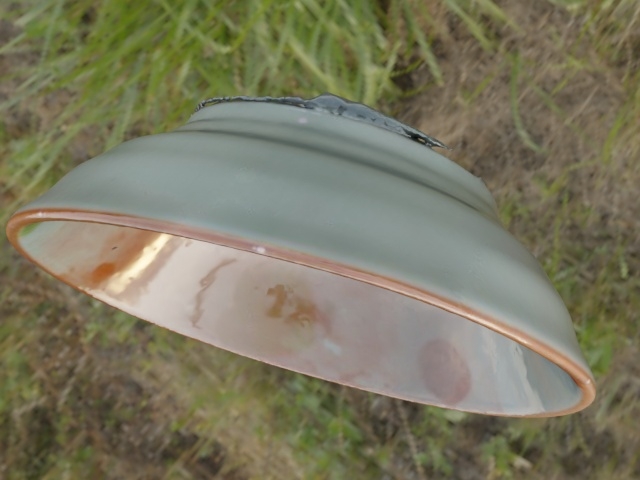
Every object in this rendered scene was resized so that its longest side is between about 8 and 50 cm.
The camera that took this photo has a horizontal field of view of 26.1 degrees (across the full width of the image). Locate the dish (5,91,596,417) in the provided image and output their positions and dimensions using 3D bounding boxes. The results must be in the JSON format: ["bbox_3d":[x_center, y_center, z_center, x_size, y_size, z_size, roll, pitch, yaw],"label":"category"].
[{"bbox_3d":[0.000,0.000,0.609,0.260,0.085,0.260,15,167,4],"label":"dish"}]
